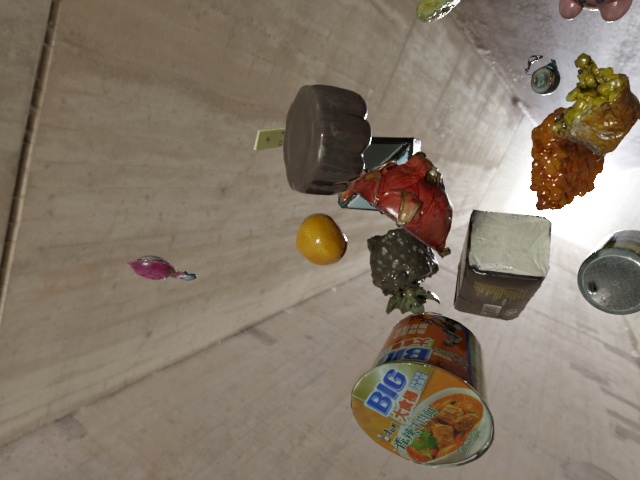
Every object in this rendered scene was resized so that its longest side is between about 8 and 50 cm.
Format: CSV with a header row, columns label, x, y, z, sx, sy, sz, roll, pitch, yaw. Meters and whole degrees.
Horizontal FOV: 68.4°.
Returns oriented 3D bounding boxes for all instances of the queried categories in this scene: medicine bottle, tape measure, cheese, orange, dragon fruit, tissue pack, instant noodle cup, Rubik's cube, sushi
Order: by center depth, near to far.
label,x,y,z,sx,sy,sz,roll,pitch,yaw
dragon fruit,0.190,-0.092,0.931,0.218,0.148,0.224,36,-173,-14
cheese,-0.327,0.062,0.979,0.095,0.038,0.145,-16,151,39
sushi,0.585,-0.284,1.014,0.179,0.167,0.296,35,-149,11
medicine bottle,0.672,0.056,1.036,0.141,0.141,0.293,32,-150,31
instant noodle cup,0.234,0.310,1.037,0.296,0.296,0.214,24,-146,8
tissue pack,0.497,0.087,1.323,0.210,0.198,0.370,5,155,12
orange,0.000,0.000,1.349,0.159,0.136,0.159,50,-171,-11
Rubik's cube,0.209,-0.236,1.636,0.246,0.250,0.248,5,-166,17
tape measure,0.756,-0.572,1.638,0.180,0.107,0.104,-1,170,-44

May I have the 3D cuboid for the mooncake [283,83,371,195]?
label,x,y,z,sx,sy,sz,roll,pitch,yaw
mooncake,0.010,-0.254,1.223,0.154,0.306,0.306,3,-158,-19

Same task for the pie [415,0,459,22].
label,x,y,z,sx,sy,sz,roll,pitch,yaw
pie,0.392,-0.753,1.373,0.105,0.274,0.257,39,-165,-26

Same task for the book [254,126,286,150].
label,x,y,z,sx,sy,sz,roll,pitch,yaw
book,-0.169,-0.344,1.589,0.111,0.077,0.014,-16,-127,-34

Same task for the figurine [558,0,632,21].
label,x,y,z,sx,sy,sz,roll,pitch,yaw
figurine,0.894,-0.854,1.483,0.270,0.261,0.211,25,164,33

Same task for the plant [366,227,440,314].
label,x,y,z,sx,sy,sz,roll,pitch,yaw
plant,0.295,0.116,1.648,0.215,0.312,0.213,-15,169,33

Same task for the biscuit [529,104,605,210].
label,x,y,z,sx,sy,sz,roll,pitch,yaw
biscuit,0.798,-0.273,1.510,0.318,0.312,0.110,-22,-154,-28
